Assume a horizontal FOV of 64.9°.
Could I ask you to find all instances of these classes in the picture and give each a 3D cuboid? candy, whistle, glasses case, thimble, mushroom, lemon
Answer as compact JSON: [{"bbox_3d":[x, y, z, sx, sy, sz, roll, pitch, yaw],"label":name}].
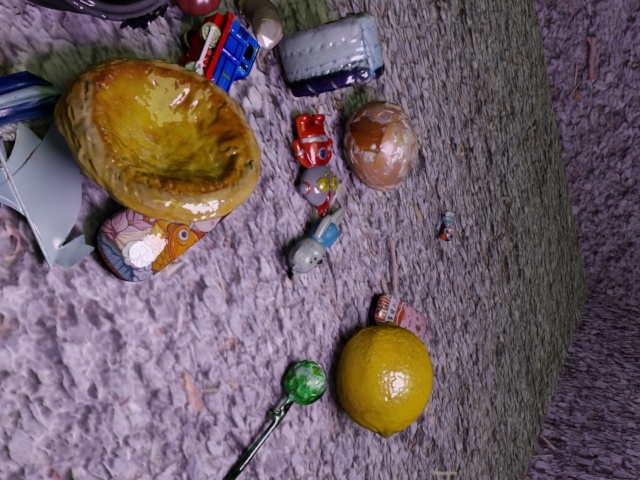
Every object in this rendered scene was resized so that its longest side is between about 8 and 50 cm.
[{"bbox_3d":[-0.102,0.398,1.107,0.323,0.097,0.097,-47,124,-28],"label":"candy"},{"bbox_3d":[0.000,0.000,1.202,0.235,0.077,0.114,-49,157,-38],"label":"whistle"},{"bbox_3d":[0.235,0.235,1.481,0.267,0.067,0.103,32,65,-45],"label":"glasses case"},{"bbox_3d":[0.030,-0.408,1.110,0.237,0.237,0.150,-39,120,-41],"label":"thimble"},{"bbox_3d":[-0.256,-0.054,0.906,0.321,0.082,0.122,-47,118,-38],"label":"glasses case"},{"bbox_3d":[-0.115,-0.436,0.998,0.084,0.071,0.209,41,19,-37],"label":"mushroom"},{"bbox_3d":[0.159,0.341,1.265,0.267,0.267,0.267,-1,92,-49],"label":"lemon"}]

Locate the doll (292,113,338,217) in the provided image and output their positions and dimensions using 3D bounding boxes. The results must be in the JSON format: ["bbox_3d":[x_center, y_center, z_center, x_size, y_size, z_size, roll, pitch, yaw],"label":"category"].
[{"bbox_3d":[-0.011,-0.176,1.192,0.142,0.076,0.245,-13,96,-47],"label":"doll"}]

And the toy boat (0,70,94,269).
[{"bbox_3d":[-0.431,-0.098,0.717,0.210,0.070,0.291,-4,96,-54],"label":"toy boat"}]

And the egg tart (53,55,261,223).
[{"bbox_3d":[-0.253,-0.150,0.806,0.319,0.128,0.318,17,57,-29],"label":"egg tart"}]

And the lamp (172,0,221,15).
[{"bbox_3d":[-0.230,-0.461,0.926,0.101,0.090,0.101,7,62,-13],"label":"lamp"}]

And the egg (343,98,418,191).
[{"bbox_3d":[0.154,-0.240,1.290,0.195,0.195,0.233,-20,119,-47],"label":"egg"}]

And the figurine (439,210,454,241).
[{"bbox_3d":[0.432,-0.048,1.716,0.060,0.047,0.105,27,68,-55],"label":"figurine"}]

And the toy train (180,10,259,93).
[{"bbox_3d":[-0.206,-0.328,0.960,0.131,0.083,0.204,35,66,-46],"label":"toy train"}]

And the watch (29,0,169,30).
[{"bbox_3d":[-0.358,-0.444,0.681,0.327,0.314,0.335,21,90,-58],"label":"watch"}]
